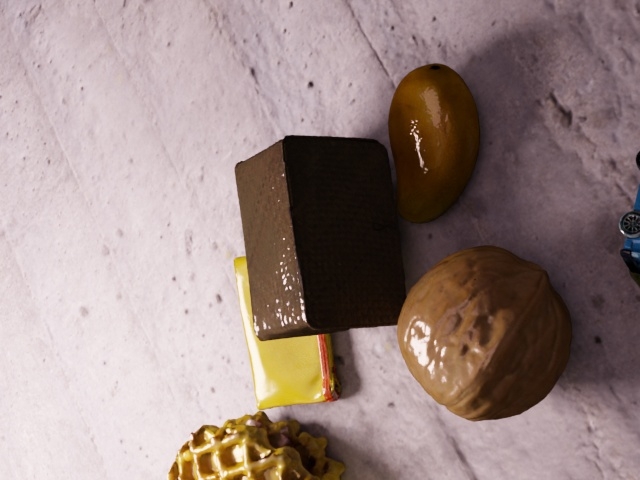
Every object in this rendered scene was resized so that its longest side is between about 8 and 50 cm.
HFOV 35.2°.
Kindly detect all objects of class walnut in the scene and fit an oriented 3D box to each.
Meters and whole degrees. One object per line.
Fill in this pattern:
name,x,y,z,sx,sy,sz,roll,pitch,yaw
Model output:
walnut,0.216,0.119,1.316,0.228,0.228,0.228,-2,86,30

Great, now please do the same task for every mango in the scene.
mango,0.157,-0.135,1.425,0.136,0.099,0.227,10,102,29

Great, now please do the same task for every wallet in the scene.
wallet,-0.047,0.134,1.552,0.141,0.067,0.241,-10,87,25

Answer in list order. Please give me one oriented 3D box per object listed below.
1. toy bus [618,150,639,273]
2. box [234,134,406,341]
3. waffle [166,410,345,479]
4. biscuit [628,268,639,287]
toy bus,0.437,-0.050,1.238,0.106,0.090,0.185,11,78,31
box,0.001,-0.001,1.440,0.143,0.184,0.273,-20,75,55
waffle,-0.120,0.418,1.530,0.261,0.151,0.324,32,102,24
biscuit,0.510,0.121,1.239,0.099,0.038,0.322,-46,67,23
